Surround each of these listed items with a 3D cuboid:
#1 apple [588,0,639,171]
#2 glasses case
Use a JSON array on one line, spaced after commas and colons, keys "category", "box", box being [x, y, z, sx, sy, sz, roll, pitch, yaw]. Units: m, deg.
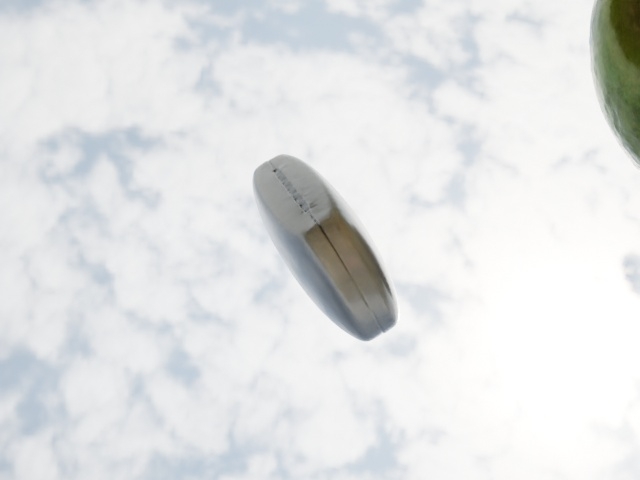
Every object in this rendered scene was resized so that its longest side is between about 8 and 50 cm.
[{"category": "apple", "box": [0.400, -0.175, 1.192, 0.339, 0.340, 0.339, 7, -143, -5]}, {"category": "glasses case", "box": [0.000, 0.000, 0.784, 0.049, 0.074, 0.193, -32, -160, -3]}]
